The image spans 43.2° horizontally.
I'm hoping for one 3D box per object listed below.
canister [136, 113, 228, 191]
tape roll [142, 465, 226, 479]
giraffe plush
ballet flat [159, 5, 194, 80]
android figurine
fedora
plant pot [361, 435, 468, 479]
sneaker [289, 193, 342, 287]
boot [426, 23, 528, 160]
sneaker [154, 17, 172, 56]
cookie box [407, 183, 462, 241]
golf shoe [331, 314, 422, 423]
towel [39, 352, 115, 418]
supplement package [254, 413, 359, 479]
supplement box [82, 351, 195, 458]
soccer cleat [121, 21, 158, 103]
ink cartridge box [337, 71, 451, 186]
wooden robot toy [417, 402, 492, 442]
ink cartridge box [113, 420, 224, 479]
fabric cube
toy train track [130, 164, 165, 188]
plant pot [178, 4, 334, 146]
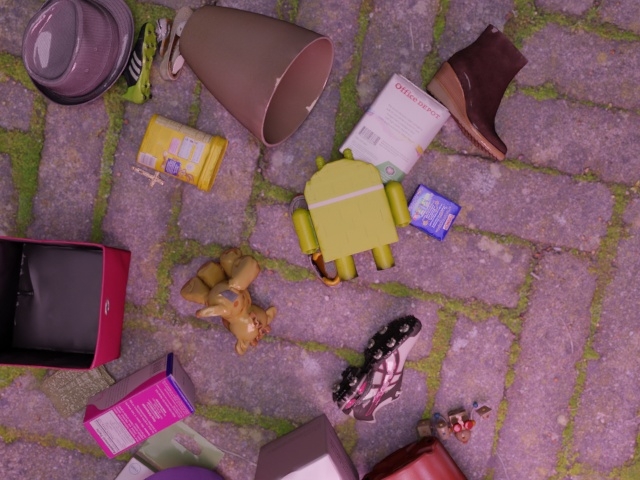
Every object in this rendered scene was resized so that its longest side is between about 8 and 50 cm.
[{"bbox_3d":[-0.305,-0.196,1.783,0.170,0.073,0.126,21,93,-1],"label":"canister"},{"bbox_3d":[-0.307,0.638,1.776,0.275,0.090,0.275,-6,110,-18],"label":"tape roll"},{"bbox_3d":[-0.180,0.144,1.773,0.181,0.210,0.170,-34,122,-2],"label":"giraffe plush"},{"bbox_3d":[-0.304,-0.429,1.775,0.057,0.052,0.168,12,100,-41],"label":"ballet flat"},{"bbox_3d":[0.063,-0.058,1.718,0.248,0.056,0.273,-18,90,1],"label":"android figurine"},{"bbox_3d":[-0.539,-0.427,1.722,0.243,0.124,0.275,33,97,8],"label":"fedora"},{"bbox_3d":[0.235,0.592,1.758,0.272,0.272,0.265,-31,85,1],"label":"plant pot"},{"bbox_3d":[0.000,0.000,1.789,0.088,0.093,0.225,-26,92,2],"label":"sneaker"},{"bbox_3d":[0.380,-0.324,1.774,0.207,0.090,0.248,-42,90,4],"label":"boot"},{"bbox_3d":[-0.352,-0.450,1.792,0.037,0.032,0.083,10,97,22],"label":"sneaker"},{"bbox_3d":[0.247,-0.062,1.814,0.107,0.040,0.092,30,92,-2],"label":"cookie box"},{"bbox_3d":[0.146,0.287,1.818,0.120,0.105,0.273,38,98,-18],"label":"golf shoe"},{"bbox_3d":[-0.551,0.327,1.834,0.148,0.027,0.110,-36,94,0],"label":"towel"},{"bbox_3d":[-0.023,0.521,1.720,0.177,0.293,0.175,-28,93,2],"label":"supplement package"},{"bbox_3d":[-0.397,0.363,1.785,0.220,0.111,0.114,-28,111,1],"label":"supplement box"},{"bbox_3d":[-0.401,-0.390,1.772,0.072,0.060,0.179,13,101,15],"label":"soccer cleat"},{"bbox_3d":[0.160,-0.238,1.777,0.154,0.093,0.212,36,95,-4],"label":"ink cartridge box"},{"bbox_3d":[0.313,0.432,1.834,0.173,0.076,0.079,-17,106,3],"label":"wooden robot toy"},{"bbox_3d":[-0.356,0.535,1.837,0.171,0.056,0.235,38,94,-3],"label":"ink cartridge box"},{"bbox_3d":[-0.556,0.128,1.695,0.259,0.258,0.254,5,86,-1],"label":"fabric cube"},{"bbox_3d":[-0.389,-0.147,1.814,0.083,0.014,0.048,26,93,-2],"label":"toy train track"},{"bbox_3d":[-0.153,-0.379,1.707,0.274,0.256,0.256,34,93,14],"label":"plant pot"}]
